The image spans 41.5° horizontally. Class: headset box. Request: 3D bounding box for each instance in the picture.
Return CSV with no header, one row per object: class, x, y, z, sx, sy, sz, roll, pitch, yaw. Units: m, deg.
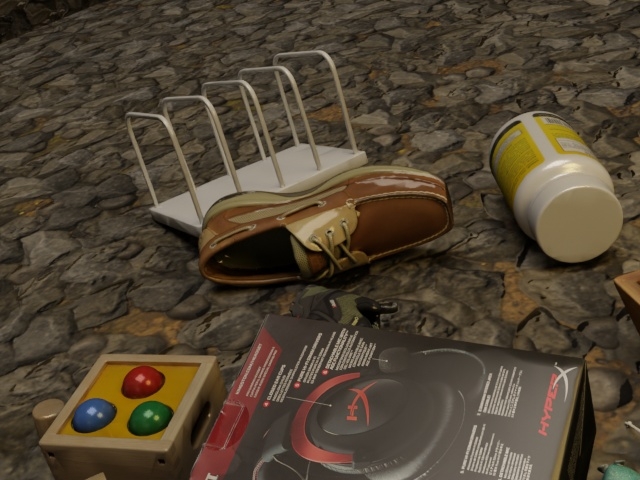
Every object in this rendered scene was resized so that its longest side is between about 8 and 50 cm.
headset box,0.035,0.182,0.629,0.293,0.110,0.218,5,52,27

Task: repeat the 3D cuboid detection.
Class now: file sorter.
file sorter,-0.115,-0.147,1.216,0.278,0.173,0.193,-27,21,-25

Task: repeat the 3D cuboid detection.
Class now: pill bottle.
pill bottle,0.283,-0.067,1.026,0.119,0.119,0.208,-9,30,3

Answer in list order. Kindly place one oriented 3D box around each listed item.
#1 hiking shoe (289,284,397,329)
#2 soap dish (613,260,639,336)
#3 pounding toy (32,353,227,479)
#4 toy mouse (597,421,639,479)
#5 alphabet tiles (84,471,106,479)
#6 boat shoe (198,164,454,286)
hiking shoe,0.011,0.115,0.836,0.114,0.086,0.227,-2,32,18
soap dish,0.421,0.094,0.698,0.229,0.118,0.291,-15,29,-7
pounding toy,-0.199,0.160,0.822,0.206,0.094,0.181,-1,31,16
toy mouse,0.265,0.182,0.644,0.143,0.031,0.161,-41,18,-31
alphabet tiles,-0.216,0.274,0.576,0.198,0.009,0.237,-21,31,-18
boat shoe,0.000,0.000,1.025,0.324,0.122,0.120,-10,34,18
